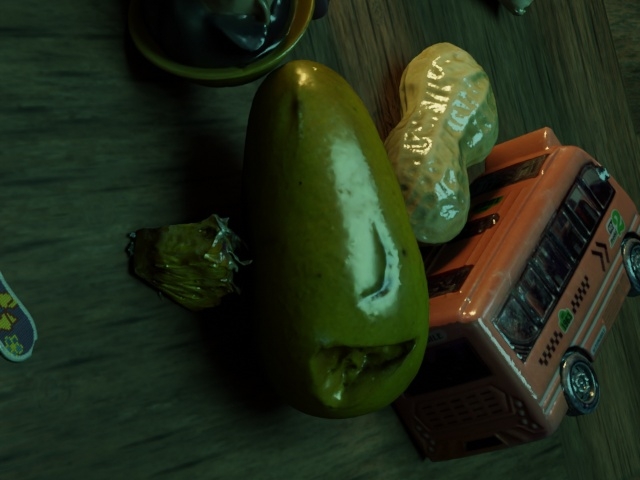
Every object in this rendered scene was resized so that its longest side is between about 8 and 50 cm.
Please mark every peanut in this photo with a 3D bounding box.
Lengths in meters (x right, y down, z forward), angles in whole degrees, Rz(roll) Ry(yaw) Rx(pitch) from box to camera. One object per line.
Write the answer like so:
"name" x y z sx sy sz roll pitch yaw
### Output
"peanut" 0.144 -0.114 1.912 0.136 0.120 0.298 18 53 0

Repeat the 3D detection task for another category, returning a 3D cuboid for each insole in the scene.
"insole" -0.301 0.021 1.349 0.197 0.004 0.065 62 37 -17

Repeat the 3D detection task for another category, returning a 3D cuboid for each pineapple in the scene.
"pineapple" -0.129 0.012 1.522 0.116 0.137 0.069 8 62 -11

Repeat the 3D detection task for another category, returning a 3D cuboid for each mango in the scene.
"mango" 0.000 0.000 1.579 0.253 0.182 0.365 -129 -155 -80

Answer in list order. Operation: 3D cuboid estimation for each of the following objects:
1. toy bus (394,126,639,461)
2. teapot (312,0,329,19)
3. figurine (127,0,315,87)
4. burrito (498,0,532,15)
"toy bus" 0.236 0.063 1.915 0.233 0.203 0.427 56 41 -18
"teapot" -0.005 -0.330 1.787 0.148 0.116 0.146 104 9 -64
"figurine" -0.083 -0.267 1.550 0.167 0.257 0.192 10 46 -22
"burrito" 0.217 -0.425 2.152 0.299 0.105 0.143 28 60 -48
